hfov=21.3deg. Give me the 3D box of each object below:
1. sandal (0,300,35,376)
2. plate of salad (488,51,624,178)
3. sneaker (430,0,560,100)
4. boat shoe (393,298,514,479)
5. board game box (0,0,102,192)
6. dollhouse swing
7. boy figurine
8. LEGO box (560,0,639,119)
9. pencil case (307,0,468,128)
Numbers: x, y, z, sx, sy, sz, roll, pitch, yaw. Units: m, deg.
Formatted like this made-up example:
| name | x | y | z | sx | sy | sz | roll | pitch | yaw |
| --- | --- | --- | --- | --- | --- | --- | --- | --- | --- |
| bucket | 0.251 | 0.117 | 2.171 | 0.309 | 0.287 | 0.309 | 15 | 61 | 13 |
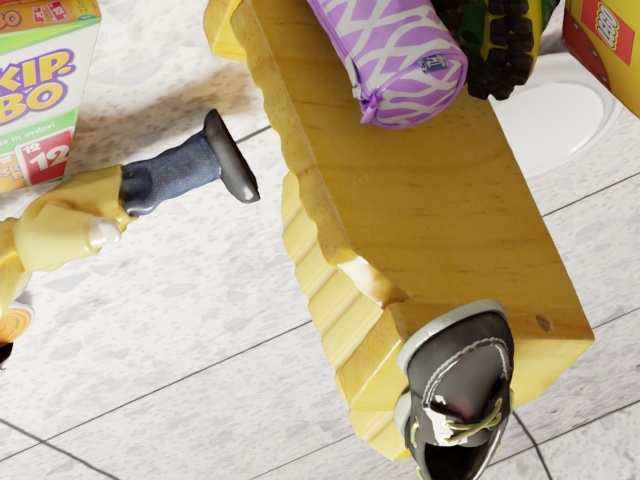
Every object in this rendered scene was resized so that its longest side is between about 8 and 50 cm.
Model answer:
| name | x | y | z | sx | sy | sz | roll | pitch | yaw |
| --- | --- | --- | --- | --- | --- | --- | --- | --- | --- |
| sandal | -0.385 | 0.144 | 1.696 | 0.265 | 0.076 | 0.102 | -30 | 156 | 19 |
| plate of salad | 0.203 | -0.124 | 1.663 | 0.199 | 0.048 | 0.200 | -12 | 147 | -8 |
| sneaker | 0.127 | -0.266 | 1.220 | 0.134 | 0.146 | 0.343 | 20 | 146 | 13 |
| boat shoe | 0.098 | 0.110 | 1.164 | 0.081 | 0.069 | 0.228 | -18 | 156 | -9 |
| board game box | -0.245 | -0.112 | 1.314 | 0.124 | 0.039 | 0.259 | -13 | 153 | -23 |
| dollhouse swing | 0.000 | 0.000 | 1.373 | 0.315 | 0.347 | 0.305 | 4 | 147 | -45 |
| boy figurine | -0.195 | -0.014 | 1.446 | 0.285 | 0.092 | 0.177 | -28 | -167 | -1 |
| LEGO box | 0.362 | -0.298 | 1.099 | 0.372 | 0.193 | 0.500 | -39 | 159 | -11 |
| pencil case | 0.025 | -0.170 | 1.207 | 0.088 | 0.206 | 0.086 | -21 | 152 | -16 |
